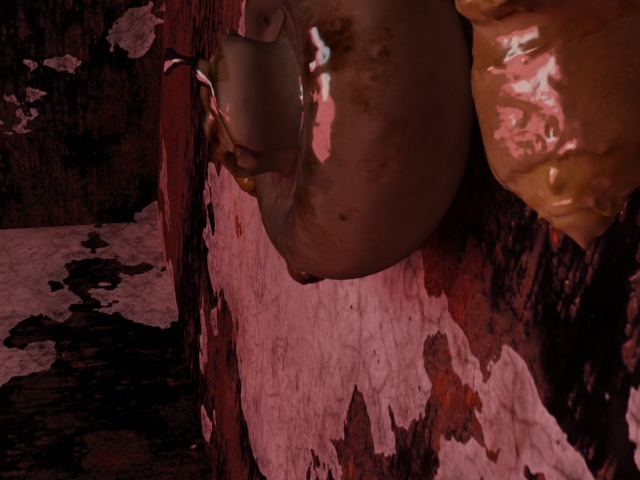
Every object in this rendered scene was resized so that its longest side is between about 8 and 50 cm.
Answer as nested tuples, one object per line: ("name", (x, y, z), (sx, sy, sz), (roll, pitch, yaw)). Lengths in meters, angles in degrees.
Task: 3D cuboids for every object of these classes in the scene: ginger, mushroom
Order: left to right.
("mushroom", (-0.010, -0.138, 1.037), (0.362, 0.294, 0.362), (174, 90, -73))
("ginger", (0.168, -0.130, 0.714), (0.138, 0.152, 0.267), (-9, 104, 48))

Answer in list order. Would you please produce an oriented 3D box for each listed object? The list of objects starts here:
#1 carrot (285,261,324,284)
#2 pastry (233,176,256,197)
("carrot", (0.000, 0.000, 1.243), (0.263, 0.101, 0.102), (-66, -21, -70))
("pastry", (-0.058, -0.165, 1.431), (0.235, 0.132, 0.240), (-95, 13, -51))
